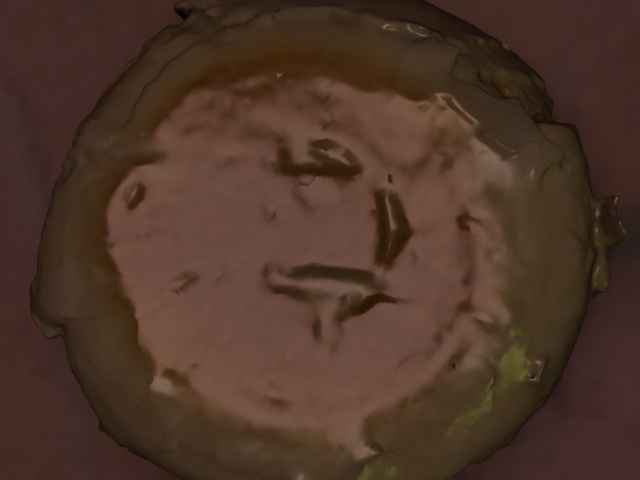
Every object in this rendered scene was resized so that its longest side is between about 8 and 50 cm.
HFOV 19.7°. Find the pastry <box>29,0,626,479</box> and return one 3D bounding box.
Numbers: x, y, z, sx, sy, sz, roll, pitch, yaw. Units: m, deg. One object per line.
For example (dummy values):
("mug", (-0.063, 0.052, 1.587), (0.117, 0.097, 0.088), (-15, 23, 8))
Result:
("pastry", (0.000, 0.000, 0.522), (0.165, 0.088, 0.166), (0, 85, 1))
